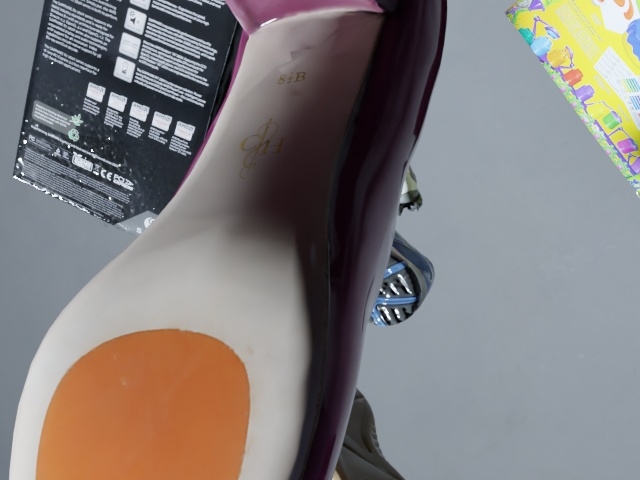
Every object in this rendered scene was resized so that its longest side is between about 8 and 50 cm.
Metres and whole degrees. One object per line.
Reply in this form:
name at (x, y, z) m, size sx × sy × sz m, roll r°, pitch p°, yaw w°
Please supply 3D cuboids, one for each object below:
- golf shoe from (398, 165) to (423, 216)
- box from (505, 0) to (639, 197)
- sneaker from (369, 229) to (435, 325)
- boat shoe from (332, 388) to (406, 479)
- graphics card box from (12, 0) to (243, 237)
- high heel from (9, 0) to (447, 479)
golf shoe at (0.069, -0.106, 1.309) m, size 0.198 × 0.077 × 0.094 m, roll 32°, pitch 139°, yaw 49°
box at (0.416, -0.238, 1.075) m, size 0.290 × 0.177 × 0.279 m, roll 53°, pitch 156°, yaw -3°
sneaker at (0.000, 0.000, 0.799) m, size 0.211 × 0.081 × 0.080 m, roll 33°, pitch 114°, yaw 19°
boat shoe at (-0.003, 0.224, 0.946) m, size 0.110 × 0.121 × 0.341 m, roll -61°, pitch 33°, yaw 19°
graphics card box at (-0.200, -0.196, 1.081) m, size 0.232 × 0.094 × 0.371 m, roll 23°, pitch 115°, yaw 10°
high heel at (-0.007, 0.018, 0.411) m, size 0.127 × 0.181 × 0.377 m, roll 6°, pitch 75°, yaw 27°
